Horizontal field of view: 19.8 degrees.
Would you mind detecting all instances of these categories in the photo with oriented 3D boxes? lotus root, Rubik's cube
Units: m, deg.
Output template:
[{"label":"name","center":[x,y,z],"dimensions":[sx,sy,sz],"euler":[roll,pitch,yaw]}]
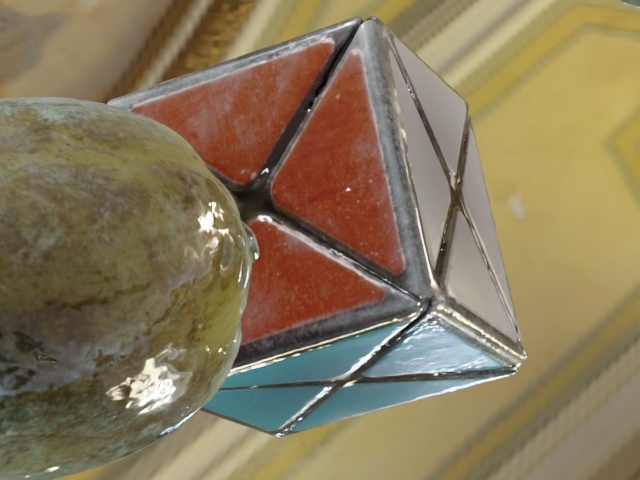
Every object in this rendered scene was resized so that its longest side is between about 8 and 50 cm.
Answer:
[{"label":"lotus root","center":[-0.183,0.026,0.645],"dimensions":[0.322,0.158,0.140],"euler":[-4,-91,-20]},{"label":"Rubik's cube","center":[0.000,0.000,1.492],"dimensions":[0.260,0.259,0.255],"euler":[25,-128,-61]}]

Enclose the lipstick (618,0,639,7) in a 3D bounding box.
[{"label":"lipstick","center":[0.168,-0.191,0.971],"dimensions":[0.076,0.304,0.076],"euler":[2,-68,5]}]
